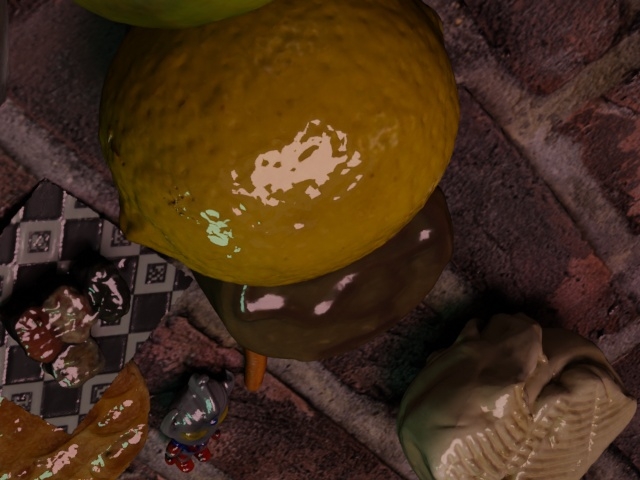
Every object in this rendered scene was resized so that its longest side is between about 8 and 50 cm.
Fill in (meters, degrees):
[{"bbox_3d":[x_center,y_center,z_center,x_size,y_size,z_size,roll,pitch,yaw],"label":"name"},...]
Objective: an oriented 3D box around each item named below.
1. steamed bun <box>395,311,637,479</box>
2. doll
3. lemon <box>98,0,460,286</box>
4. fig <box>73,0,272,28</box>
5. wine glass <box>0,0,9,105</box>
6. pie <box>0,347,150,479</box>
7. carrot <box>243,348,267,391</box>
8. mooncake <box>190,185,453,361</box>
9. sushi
[{"bbox_3d":[0.231,0.207,2.303,0.289,0.203,0.276,-39,135,-10],"label":"steamed bun"},{"bbox_3d":[-0.150,0.215,2.170,0.104,0.062,0.195,-14,147,-18],"label":"doll"},{"bbox_3d":[-0.039,-0.116,1.669,0.336,0.336,0.336,-18,141,-15],"label":"lemon"},{"bbox_3d":[-0.089,-0.307,1.476,0.326,0.258,0.258,-17,144,-44],"label":"fig"},{"bbox_3d":[-0.323,-0.197,1.544,0.111,0.111,0.204,-17,141,-16],"label":"wine glass"},{"bbox_3d":[-0.344,0.210,2.027,0.339,0.083,0.339,-16,140,-14],"label":"pie"},{"bbox_3d":[-0.077,0.127,2.136,0.037,0.037,0.190,-19,143,-14],"label":"carrot"},{"bbox_3d":[0.000,0.000,1.947,0.284,0.155,0.284,-16,140,-14],"label":"mooncake"},{"bbox_3d":[-0.263,0.084,1.876,0.219,0.047,0.231,-52,130,1],"label":"sushi"}]
